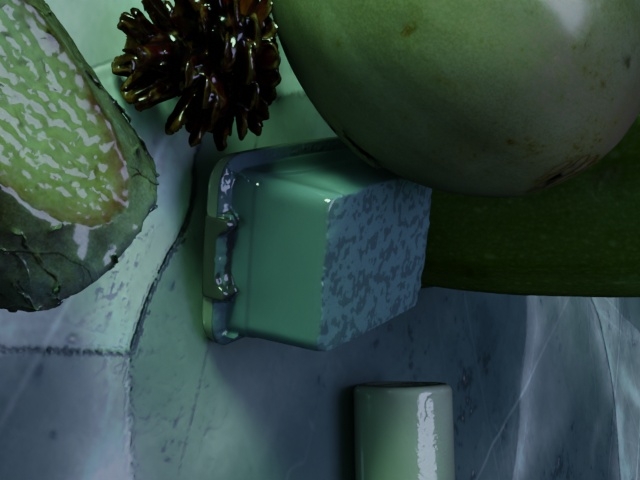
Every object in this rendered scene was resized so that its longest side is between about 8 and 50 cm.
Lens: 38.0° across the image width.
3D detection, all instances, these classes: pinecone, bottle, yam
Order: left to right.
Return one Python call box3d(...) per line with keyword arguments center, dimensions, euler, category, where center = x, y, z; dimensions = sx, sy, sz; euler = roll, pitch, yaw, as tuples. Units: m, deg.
box3d(center=(-0.206, -0.091, 0.492), dimensions=(0.254, 0.153, 0.154), euler=(55, 44, -31), category="yam")
box3d(center=(-0.092, -0.136, 0.695), dimensions=(0.120, 0.140, 0.140), euler=(-1, 87, -23), category="pinecone")
box3d(center=(0.086, 0.266, 0.932), dimensions=(0.104, 0.104, 0.245), euler=(7, 80, -56), category="bottle")

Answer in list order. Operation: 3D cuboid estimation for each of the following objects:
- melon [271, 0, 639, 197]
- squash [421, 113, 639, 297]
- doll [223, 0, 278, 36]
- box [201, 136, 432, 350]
box3d(center=(0.103, -0.176, 0.726), dimensions=(0.330, 0.268, 0.269), euler=(30, 60, -30), category="melon")
box3d(center=(0.261, -0.069, 0.987), dimensions=(0.263, 0.384, 0.263), euler=(4, 86, -55), category="squash")
box3d(center=(-0.073, -0.241, 0.781), dimensions=(0.094, 0.079, 0.180), euler=(-32, 129, -28), category="doll")
box3d(center=(0.000, 0.000, 0.808), dimensions=(0.227, 0.130, 0.162), euler=(-17, 116, -55), category="box")
